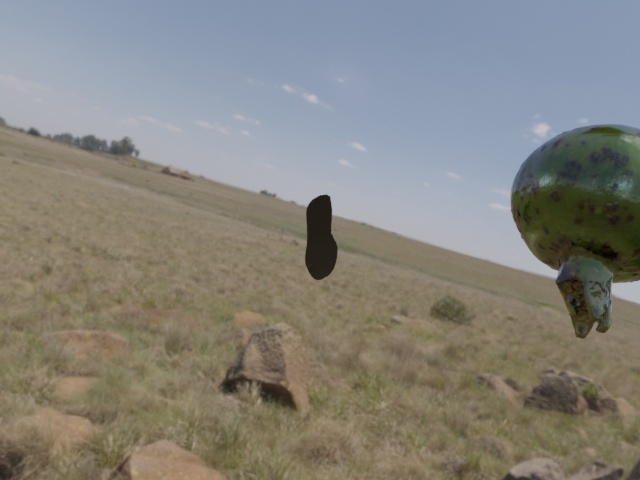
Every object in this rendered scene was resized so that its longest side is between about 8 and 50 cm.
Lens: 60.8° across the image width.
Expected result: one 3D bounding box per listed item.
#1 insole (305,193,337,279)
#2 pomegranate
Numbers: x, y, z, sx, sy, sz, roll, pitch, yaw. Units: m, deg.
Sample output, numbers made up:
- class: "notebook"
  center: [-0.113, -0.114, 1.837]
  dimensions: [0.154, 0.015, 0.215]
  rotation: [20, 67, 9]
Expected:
- class: "insole"
  center: [0.000, 0.000, 0.884]
  dimensions: [0.064, 0.188, 0.004]
  rotation: [-26, 49, -22]
- class: "pomegranate"
  center: [0.329, -0.020, 0.648]
  dimensions: [0.211, 0.263, 0.211]
  rotation: [23, -20, 9]
